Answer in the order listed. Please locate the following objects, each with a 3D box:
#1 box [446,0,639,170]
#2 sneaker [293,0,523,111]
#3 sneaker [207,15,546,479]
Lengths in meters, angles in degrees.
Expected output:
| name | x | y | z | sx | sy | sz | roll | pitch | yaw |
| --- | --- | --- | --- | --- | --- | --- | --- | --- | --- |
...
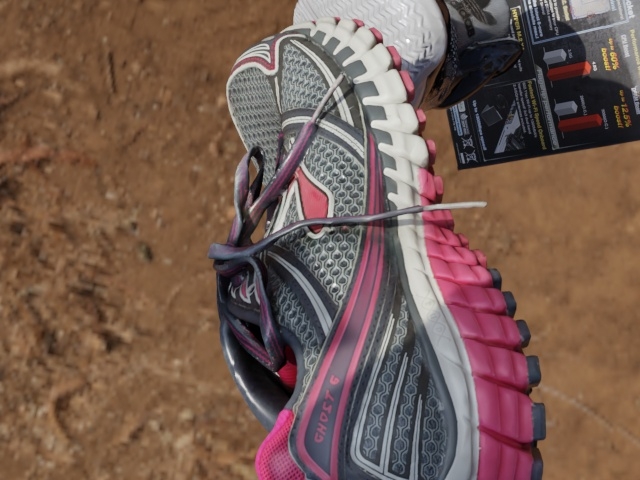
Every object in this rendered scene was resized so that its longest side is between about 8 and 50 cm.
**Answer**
| name | x | y | z | sx | sy | sz | roll | pitch | yaw |
| --- | --- | --- | --- | --- | --- | --- | --- | --- | --- |
| box | 0.189 | -0.223 | 1.074 | 0.242 | 0.076 | 0.307 | -8 | 97 | 44 |
| sneaker | 0.063 | -0.136 | 0.887 | 0.101 | 0.153 | 0.268 | 58 | 166 | 1 |
| sneaker | 0.000 | 0.000 | 0.607 | 0.112 | 0.299 | 0.120 | -9 | 130 | -11 |
